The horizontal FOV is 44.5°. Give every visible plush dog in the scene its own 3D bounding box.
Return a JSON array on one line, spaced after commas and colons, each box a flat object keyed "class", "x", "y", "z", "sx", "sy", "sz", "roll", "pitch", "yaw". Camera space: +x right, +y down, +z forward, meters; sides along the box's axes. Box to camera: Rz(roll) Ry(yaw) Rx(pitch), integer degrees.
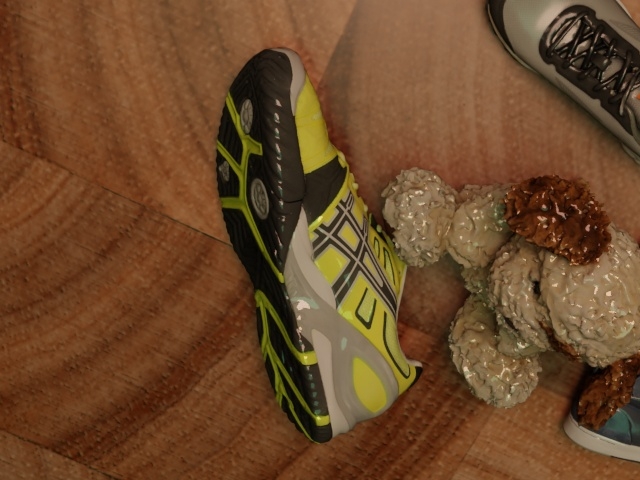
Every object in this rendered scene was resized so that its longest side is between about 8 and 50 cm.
[{"class": "plush dog", "x": 0.205, "y": 0.031, "z": 0.688, "sx": 0.211, "sy": 0.225, "sz": 0.262, "roll": -30, "pitch": 111, "yaw": -5}]

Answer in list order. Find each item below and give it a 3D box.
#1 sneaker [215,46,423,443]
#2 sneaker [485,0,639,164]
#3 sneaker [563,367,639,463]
[{"class": "sneaker", "x": 0.000, "y": 0.000, "z": 0.781, "sx": 0.147, "sy": 0.145, "sz": 0.384, "roll": -17, "pitch": 105, "yaw": -25}, {"class": "sneaker", "x": 0.268, "y": -0.156, "z": 0.709, "sx": 0.271, "sy": 0.108, "sz": 0.100, "roll": 38, "pitch": 108, "yaw": -8}, {"class": "sneaker", "x": 0.390, "y": 0.161, "z": 0.816, "sx": 0.226, "sy": 0.086, "sz": 0.163, "roll": 12, "pitch": 111, "yaw": 0}]
